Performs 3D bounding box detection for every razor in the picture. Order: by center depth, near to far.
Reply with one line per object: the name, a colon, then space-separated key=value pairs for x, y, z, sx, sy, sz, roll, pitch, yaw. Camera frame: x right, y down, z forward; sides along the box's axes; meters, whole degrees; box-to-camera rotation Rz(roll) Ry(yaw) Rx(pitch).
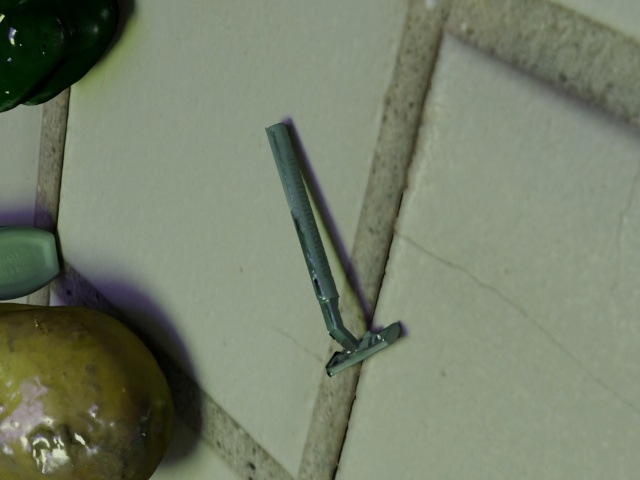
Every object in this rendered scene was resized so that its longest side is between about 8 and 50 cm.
razor: x=-0.006 y=0.001 z=1.054 sx=0.084 sy=0.036 sz=0.211 roll=-35 pitch=73 yaw=48

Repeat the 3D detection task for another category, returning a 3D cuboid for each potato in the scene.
potato: x=-0.263 y=0.169 z=1.300 sx=0.266 sy=0.229 sz=0.229 roll=-2 pitch=98 yaw=47

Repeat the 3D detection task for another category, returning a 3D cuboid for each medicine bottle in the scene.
medicine bottle: x=-0.403 y=0.026 z=1.490 sx=0.229 sy=0.121 sz=0.083 roll=-2 pitch=99 yaw=52

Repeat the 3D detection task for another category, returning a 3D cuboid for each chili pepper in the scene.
chili pepper: x=-0.313 y=-0.210 z=1.283 sx=0.261 sy=0.174 sz=0.165 roll=-20 pitch=111 yaw=49
